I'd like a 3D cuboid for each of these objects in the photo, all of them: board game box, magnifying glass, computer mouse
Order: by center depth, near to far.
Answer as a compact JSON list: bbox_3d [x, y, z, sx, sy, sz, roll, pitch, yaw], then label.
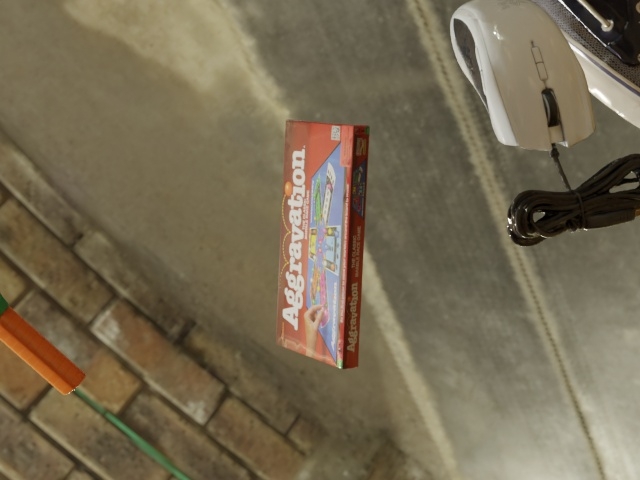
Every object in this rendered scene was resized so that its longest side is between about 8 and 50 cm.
[{"bbox_3d":[0.134,-0.090,0.727,0.042,0.106,0.193,98,155,-59],"label":"computer mouse"},{"bbox_3d":[-0.293,0.048,1.000,0.092,0.026,0.231,-32,109,34],"label":"magnifying glass"},{"bbox_3d":[0.000,0.000,1.394,0.145,0.027,0.281,13,103,55],"label":"board game box"}]

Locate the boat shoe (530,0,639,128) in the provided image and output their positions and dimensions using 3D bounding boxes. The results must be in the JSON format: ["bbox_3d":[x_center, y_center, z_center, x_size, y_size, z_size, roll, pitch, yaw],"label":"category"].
[{"bbox_3d":[0.329,-0.232,1.209,0.340,0.127,0.158,41,122,21],"label":"boat shoe"}]
